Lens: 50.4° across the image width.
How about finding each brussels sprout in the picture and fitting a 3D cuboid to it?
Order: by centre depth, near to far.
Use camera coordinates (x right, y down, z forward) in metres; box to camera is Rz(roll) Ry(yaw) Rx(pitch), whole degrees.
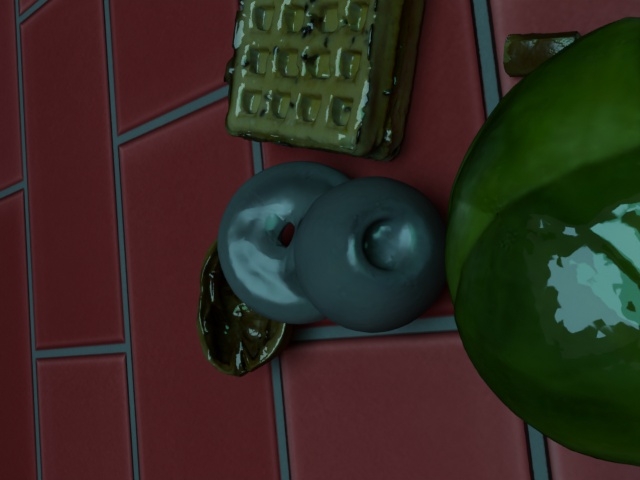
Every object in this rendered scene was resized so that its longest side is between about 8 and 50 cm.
[{"bbox_3d":[0.266,0.020,0.537,0.371,0.276,0.314,45,105,26],"label":"brussels sprout"}]

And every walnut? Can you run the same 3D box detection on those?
[{"bbox_3d":[-0.094,0.088,0.980,0.167,0.087,0.211,-5,81,35],"label":"walnut"}]

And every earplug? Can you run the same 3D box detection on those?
[{"bbox_3d":[0.008,0.003,0.825,0.326,0.175,0.214,9,80,42],"label":"earplug"}]

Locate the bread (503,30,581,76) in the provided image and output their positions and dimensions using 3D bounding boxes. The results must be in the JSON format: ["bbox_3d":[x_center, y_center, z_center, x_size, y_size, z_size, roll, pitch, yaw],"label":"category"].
[{"bbox_3d":[0.234,-0.197,0.720,0.083,0.036,0.046,12,100,44],"label":"bread"}]

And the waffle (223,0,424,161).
[{"bbox_3d":[0.014,-0.299,0.872,0.261,0.114,0.375,18,101,42],"label":"waffle"}]
